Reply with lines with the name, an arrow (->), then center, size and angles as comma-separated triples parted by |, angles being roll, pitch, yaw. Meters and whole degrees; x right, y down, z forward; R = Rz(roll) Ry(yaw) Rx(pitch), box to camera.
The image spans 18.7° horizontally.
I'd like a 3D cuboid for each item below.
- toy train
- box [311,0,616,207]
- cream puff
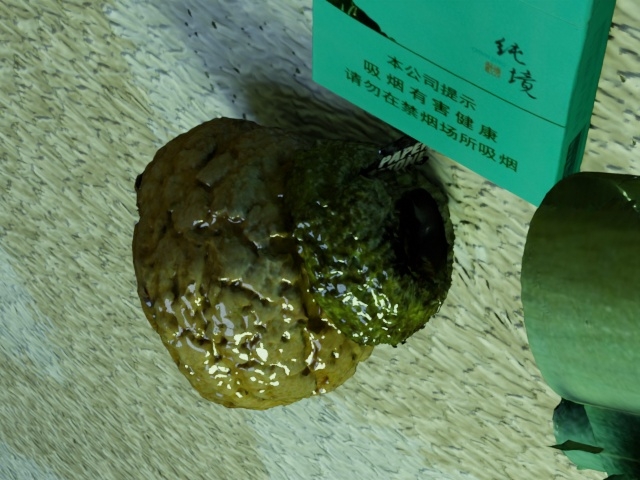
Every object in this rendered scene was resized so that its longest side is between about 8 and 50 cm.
toy train -> 0.199, 0.066, 0.722 | 0.307, 0.126, 0.189 | 9, 139, 47
box -> 0.068, -0.123, 0.982 | 0.161, 0.042, 0.226 | 30, 153, 17
cream puff -> 0.000, 0.000, 1.162 | 0.169, 0.183, 0.183 | -16, 123, 34
